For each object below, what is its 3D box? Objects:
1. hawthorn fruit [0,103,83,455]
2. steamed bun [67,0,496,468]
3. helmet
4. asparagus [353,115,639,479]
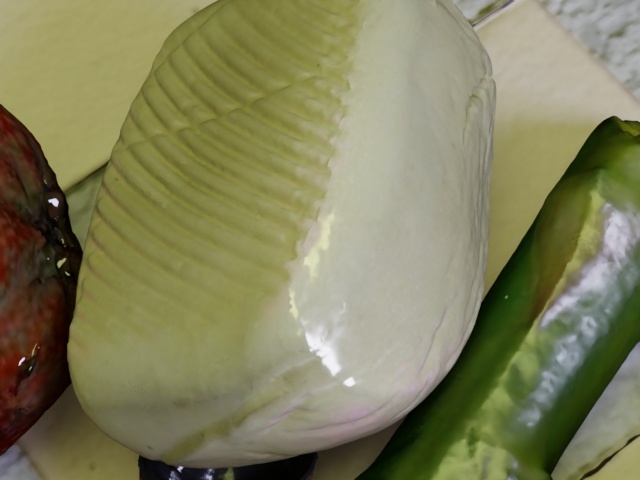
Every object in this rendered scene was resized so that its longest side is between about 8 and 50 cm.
[{"bbox_3d":[-0.221,0.022,0.869,0.235,0.181,0.181,-9,64,6],"label":"hawthorn fruit"},{"bbox_3d":[0.000,0.000,0.865,0.170,0.152,0.239,-16,49,38],"label":"steamed bun"},{"bbox_3d":[-0.042,0.117,0.876,0.084,0.049,0.065,-9,27,-28],"label":"helmet"},{"bbox_3d":[0.085,0.068,0.872,0.082,0.085,0.343,40,70,-4],"label":"asparagus"}]
